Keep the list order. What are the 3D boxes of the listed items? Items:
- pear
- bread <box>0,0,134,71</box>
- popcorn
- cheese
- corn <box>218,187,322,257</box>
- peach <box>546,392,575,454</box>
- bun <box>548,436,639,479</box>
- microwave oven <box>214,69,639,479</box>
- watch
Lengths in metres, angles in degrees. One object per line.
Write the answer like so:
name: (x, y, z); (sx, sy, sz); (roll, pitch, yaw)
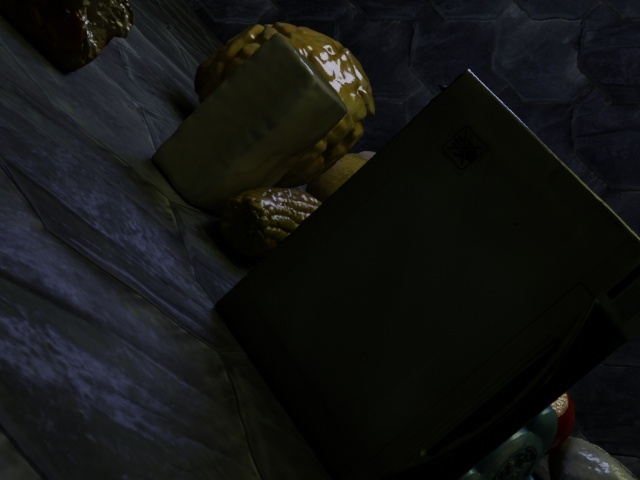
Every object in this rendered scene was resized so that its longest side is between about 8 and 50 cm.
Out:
pear: (0.088, -0.094, 2.138); (0.271, 0.271, 0.271); (46, 8, -9)
bread: (-0.418, -0.409, 1.246); (0.344, 0.149, 0.195); (45, 9, -19)
popcorn: (-0.070, -0.298, 1.843); (0.390, 0.354, 0.344); (-107, 172, -75)
cheese: (-0.097, -0.168, 1.347); (0.124, 0.265, 0.242); (48, 9, 8)
corn: (-0.065, -0.027, 1.370); (0.120, 0.120, 0.363); (49, 9, 8)
peach: (0.465, 0.381, 1.912); (0.190, 0.190, 0.192); (52, -2, 30)
bun: (0.603, 0.555, 1.912); (0.273, 0.168, 0.273); (45, -5, 6)
microwave oven: (0.147, 0.072, 1.010); (0.333, 0.394, 0.247); (52, 10, 26)
watch: (0.195, 0.268, 1.195); (0.193, 0.211, 0.211); (40, 2, 40)
